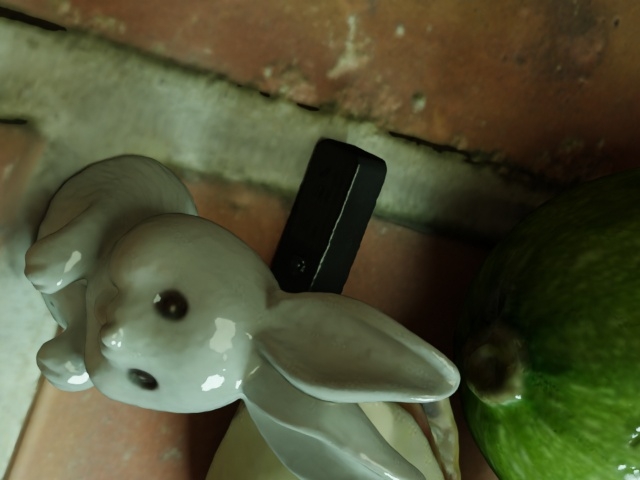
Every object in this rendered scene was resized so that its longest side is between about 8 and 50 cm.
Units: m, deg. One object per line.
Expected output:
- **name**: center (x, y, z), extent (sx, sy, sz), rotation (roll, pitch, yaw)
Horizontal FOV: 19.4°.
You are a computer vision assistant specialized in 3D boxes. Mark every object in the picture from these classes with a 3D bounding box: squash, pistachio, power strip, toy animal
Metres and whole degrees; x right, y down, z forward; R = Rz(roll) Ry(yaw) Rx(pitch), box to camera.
- **squash**: center (0.214, 0.060, 1.150), extent (0.309, 0.310, 0.310), rotation (21, 95, -29)
- **pistachio**: center (0.008, 0.138, 1.043), extent (0.144, 0.144, 0.215), rotation (-24, 143, -35)
- **power strip**: center (0.000, 0.000, 1.043), extent (0.029, 0.038, 0.111), rotation (13, 100, -46)
- **toy animal**: center (-0.049, 0.050, 0.888), extent (0.131, 0.221, 0.104), rotation (-7, 120, -44)
